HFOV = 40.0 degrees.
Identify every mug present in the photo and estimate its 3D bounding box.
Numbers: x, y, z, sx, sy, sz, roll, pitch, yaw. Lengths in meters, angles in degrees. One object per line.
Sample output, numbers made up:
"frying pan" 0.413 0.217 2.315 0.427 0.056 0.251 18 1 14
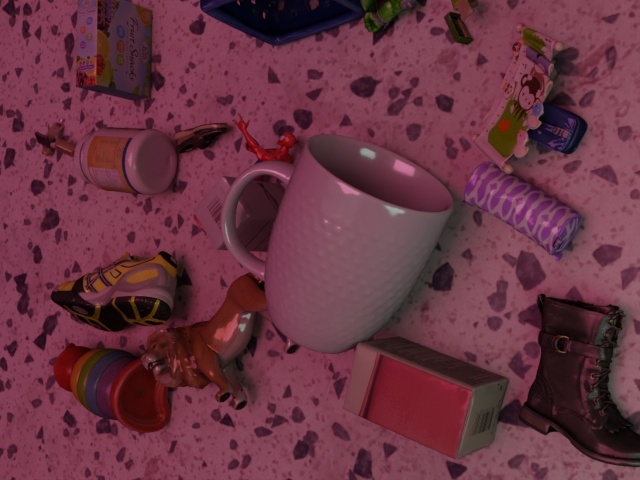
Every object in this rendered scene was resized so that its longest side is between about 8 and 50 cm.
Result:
"mug" 0.000 0.000 1.552 0.374 0.276 0.328 26 114 5

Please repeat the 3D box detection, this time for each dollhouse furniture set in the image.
"dollhouse furniture set" -0.627 -0.245 2.171 0.114 0.091 0.081 24 60 10
"dollhouse furniture set" 0.282 -0.410 1.519 0.151 0.076 0.059 -39 65 38

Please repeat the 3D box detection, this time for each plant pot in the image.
"plant pot" -0.071 -0.527 1.673 0.236 0.236 0.212 -9 78 34

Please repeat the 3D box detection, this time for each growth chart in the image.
"growth chart" 0.329 -0.238 1.467 0.237 0.021 0.172 -69 24 13

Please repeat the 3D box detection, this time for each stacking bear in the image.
"stacking bear" -0.486 0.311 1.974 0.289 0.164 0.175 10 94 39

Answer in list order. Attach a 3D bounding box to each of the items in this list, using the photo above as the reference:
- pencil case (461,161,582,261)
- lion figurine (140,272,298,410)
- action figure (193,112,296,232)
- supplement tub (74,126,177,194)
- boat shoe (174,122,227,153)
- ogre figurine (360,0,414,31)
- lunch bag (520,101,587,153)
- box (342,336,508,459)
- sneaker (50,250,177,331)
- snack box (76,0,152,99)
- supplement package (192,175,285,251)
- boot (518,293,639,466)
"pencil case" 0.336 -0.052 1.468 0.206 0.086 0.088 38 133 31
"lion figurine" -0.184 0.180 1.796 0.392 0.142 0.240 -45 57 8
"action figure" -0.165 -0.151 1.801 0.280 0.091 0.139 -39 77 27
"supplement tub" -0.435 -0.179 1.956 0.199 0.144 0.144 7 92 35
"boat shoe" -0.255 -0.220 1.893 0.152 0.056 0.049 -9 88 43
"ogre figurine" 0.126 -0.490 1.617 0.118 0.097 0.197 7 81 46
"lunch bag" 0.380 -0.189 1.449 0.098 0.065 0.067 31 105 30
"box" 0.180 0.265 1.518 0.232 0.148 0.127 18 99 34
"sneaker" -0.456 0.112 1.989 0.384 0.145 0.147 -4 55 37
"snack box" -0.458 -0.431 1.962 0.070 0.174 0.207 1 88 31
"supplement package" -0.139 -0.049 1.728 0.105 0.179 0.105 -46 65 25
"boot" 0.436 0.214 1.382 0.263 0.091 0.229 19 99 35
